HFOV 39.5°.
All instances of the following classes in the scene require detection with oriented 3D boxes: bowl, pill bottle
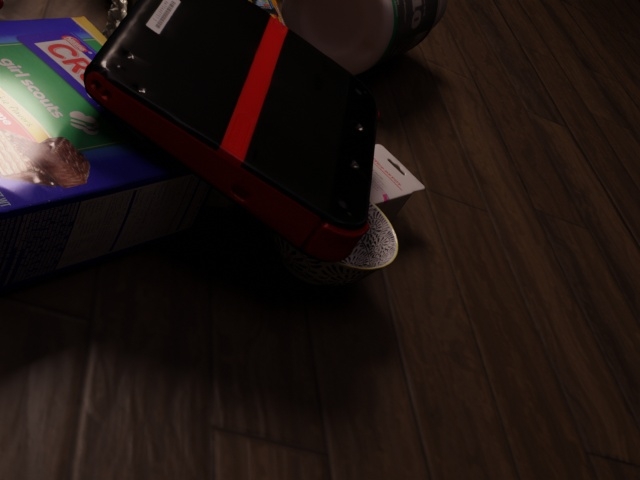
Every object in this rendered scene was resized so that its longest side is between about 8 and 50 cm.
[{"bbox_3d":[0.000,0.000,1.069,0.170,0.080,0.170,22,34,-16],"label":"bowl"},{"bbox_3d":[0.095,-0.426,1.613,0.204,0.204,0.361,37,33,8],"label":"pill bottle"}]

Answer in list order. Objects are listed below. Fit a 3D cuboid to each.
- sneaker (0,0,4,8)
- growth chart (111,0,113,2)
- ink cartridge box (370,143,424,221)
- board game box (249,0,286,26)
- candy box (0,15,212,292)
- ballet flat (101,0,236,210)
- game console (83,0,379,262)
[{"bbox_3d":[-0.454,-0.293,1.115,0.118,0.042,0.067,-2,41,-31],"label":"sneaker"},{"bbox_3d":[-0.231,-0.370,1.433,0.172,0.021,0.237,36,33,4],"label":"growth chart"},{"bbox_3d":[0.051,-0.070,1.225,0.104,0.061,0.181,47,35,20],"label":"ink cartridge box"},{"bbox_3d":[-0.098,-0.279,1.330,0.141,0.048,0.170,-16,82,-51],"label":"board game box"},{"bbox_3d":[-0.298,-0.101,0.913,0.268,0.122,0.317,44,32,17],"label":"candy box"},{"bbox_3d":[-0.195,-0.214,1.144,0.147,0.147,0.409,4,42,-38],"label":"ballet flat"},{"bbox_3d":[-0.079,-0.166,1.050,0.342,0.060,0.386,32,31,-15],"label":"game console"}]
